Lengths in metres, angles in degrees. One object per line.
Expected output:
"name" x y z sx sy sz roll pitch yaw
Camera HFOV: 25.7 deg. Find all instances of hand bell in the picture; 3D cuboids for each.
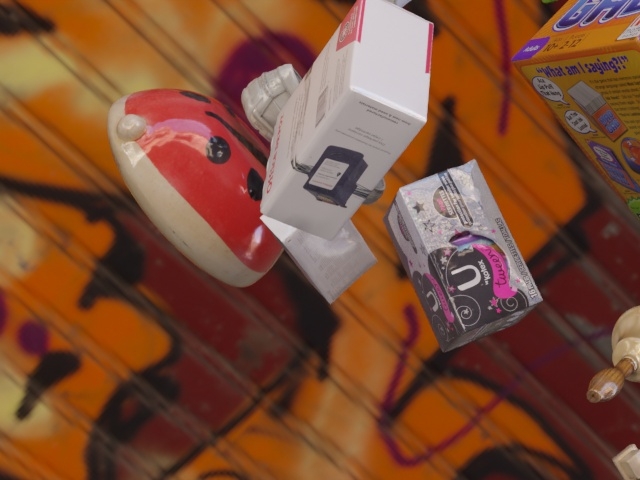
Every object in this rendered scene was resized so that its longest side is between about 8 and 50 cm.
"hand bell" 0.429 0.182 1.989 0.126 0.126 0.242 47 33 15

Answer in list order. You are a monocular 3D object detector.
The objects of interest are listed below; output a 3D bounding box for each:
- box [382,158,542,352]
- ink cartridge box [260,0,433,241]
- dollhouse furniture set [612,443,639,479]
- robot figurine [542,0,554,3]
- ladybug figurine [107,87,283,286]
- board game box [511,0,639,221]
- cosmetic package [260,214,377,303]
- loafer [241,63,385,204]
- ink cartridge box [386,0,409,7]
"box" 0.215 0.027 2.187 0.163 0.142 0.247 113 -46 -72
"ink cartridge box" 0.030 -0.140 1.633 0.100 0.237 0.172 22 46 -16
"dollhouse furniture set" 0.433 0.548 2.174 0.355 0.303 0.174 60 -23 -2
"robot figurine" 0.307 -0.377 1.925 0.115 0.067 0.101 -13 97 -56
"ladybug figurine" -0.168 -0.095 2.161 0.449 0.162 0.305 39 24 -61
"board game box" 0.577 -0.260 2.044 0.356 0.356 0.356 48 -13 -16
"cosmetic package" 0.000 0.000 1.998 0.060 0.099 0.239 44 -6 28
"loafer" 0.011 -0.160 2.176 0.319 0.111 0.112 36 25 -43
"ink cartridge box" 0.096 -0.491 2.357 0.176 0.128 0.127 30 -36 27
